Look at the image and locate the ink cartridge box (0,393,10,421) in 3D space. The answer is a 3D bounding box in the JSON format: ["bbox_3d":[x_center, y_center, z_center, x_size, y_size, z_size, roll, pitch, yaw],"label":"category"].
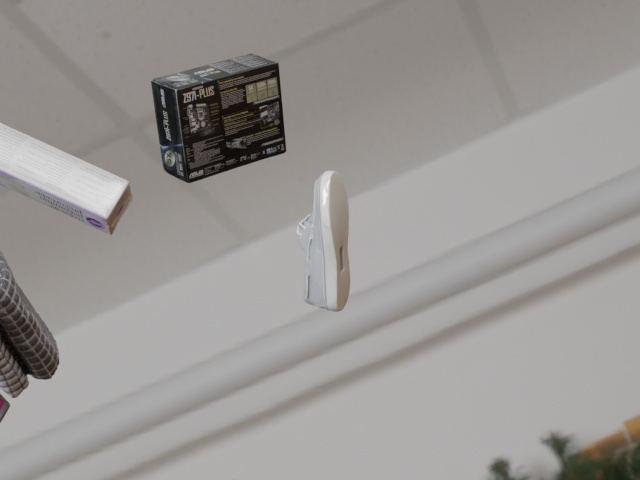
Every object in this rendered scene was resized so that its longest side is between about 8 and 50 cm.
[{"bbox_3d":[-0.633,0.178,1.842,0.186,0.065,0.311,-10,-52,30],"label":"ink cartridge box"}]

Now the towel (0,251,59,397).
[{"bbox_3d":[-0.515,0.067,1.852,0.121,0.283,0.235,-32,-36,-11],"label":"towel"}]

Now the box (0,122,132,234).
[{"bbox_3d":[-0.412,-0.107,1.651,0.324,0.067,0.063,24,-22,6],"label":"box"}]

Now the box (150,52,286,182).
[{"bbox_3d":[-0.150,-0.185,1.834,0.180,0.077,0.147,-21,-61,-30],"label":"box"}]

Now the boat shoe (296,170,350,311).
[{"bbox_3d":[0.000,0.000,1.539,0.063,0.066,0.184,6,-61,21],"label":"boat shoe"}]
